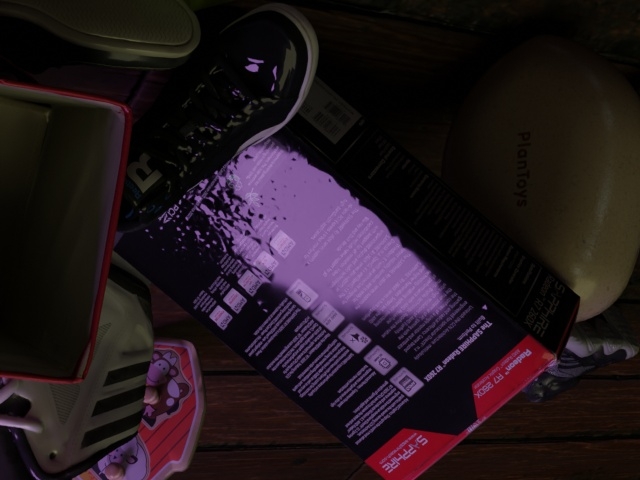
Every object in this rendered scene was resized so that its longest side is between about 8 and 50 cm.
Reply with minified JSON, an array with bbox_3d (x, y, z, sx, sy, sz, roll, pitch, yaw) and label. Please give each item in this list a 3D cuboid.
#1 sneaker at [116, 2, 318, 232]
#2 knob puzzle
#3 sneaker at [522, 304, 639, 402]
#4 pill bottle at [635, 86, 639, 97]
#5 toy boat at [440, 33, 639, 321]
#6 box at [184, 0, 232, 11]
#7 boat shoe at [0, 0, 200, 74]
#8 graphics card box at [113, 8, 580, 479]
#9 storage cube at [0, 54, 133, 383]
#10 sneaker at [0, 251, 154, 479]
[{"bbox_3d":[-0.092,-0.072,0.861,0.217,0.079,0.121,-40,-173,39],"label":"sneaker"},{"bbox_3d":[-0.207,0.179,1.299,0.213,0.213,0.030,-22,148,6],"label":"knob puzzle"},{"bbox_3d":[0.288,0.137,1.549,0.153,0.101,0.268,-40,145,28],"label":"sneaker"},{"bbox_3d":[0.375,-0.107,1.199,0.208,0.119,0.119,-13,148,-7],"label":"pill bottle"},{"bbox_3d":[0.150,-0.051,1.110,0.318,0.267,0.148,1,164,32],"label":"toy boat"},{"bbox_3d":[-0.039,-0.229,0.870,0.178,0.042,0.109,-15,149,-3],"label":"box"},{"bbox_3d":[-0.202,-0.156,0.848,0.233,0.084,0.079,7,147,-12],"label":"boat shoe"},{"bbox_3d":[0.001,0.016,1.008,0.371,0.094,0.233,39,131,-1],"label":"graphics card box"},{"bbox_3d":[-0.259,-0.021,0.821,0.184,0.215,0.193,8,-178,-32],"label":"storage cube"},{"bbox_3d":[-0.292,0.075,0.989,0.169,0.257,0.447,-23,150,30],"label":"sneaker"}]
